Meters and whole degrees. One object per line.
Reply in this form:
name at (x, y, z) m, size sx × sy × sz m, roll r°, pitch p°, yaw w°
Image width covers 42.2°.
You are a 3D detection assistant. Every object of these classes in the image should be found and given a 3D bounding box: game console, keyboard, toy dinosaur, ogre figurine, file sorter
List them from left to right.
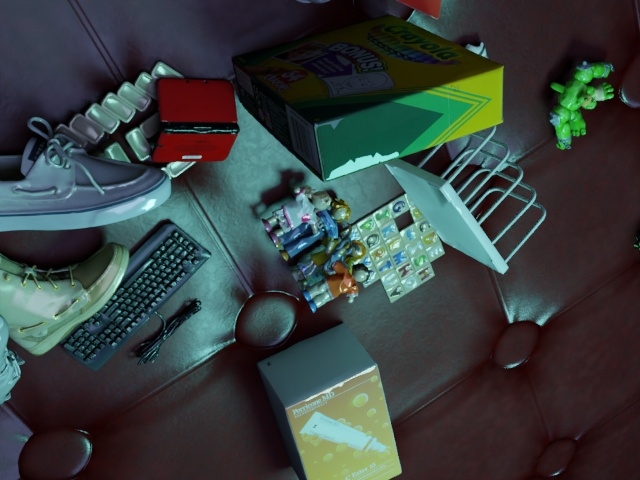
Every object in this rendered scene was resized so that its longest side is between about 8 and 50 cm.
keyboard at (-0.328, 0.129, 1.575) m, size 0.317 × 0.033 × 0.201 m, roll -45°, pitch 127°, yaw 3°
game console at (-0.221, -0.205, 1.434) m, size 0.144 × 0.085 × 0.124 m, roll -4°, pitch 145°, yaw -32°
toy dinosaur at (0.036, 0.027, 1.575) m, size 0.047 × 0.090 × 0.082 m, roll 35°, pitch 131°, yaw -31°
file sorter at (0.299, -0.106, 1.660) m, size 0.173 × 0.193 × 0.277 m, roll -47°, pitch 127°, yaw -7°
ogre figurine at (0.539, -0.294, 1.744) m, size 0.197 × 0.096 × 0.118 m, roll -46°, pitch 147°, yaw 22°

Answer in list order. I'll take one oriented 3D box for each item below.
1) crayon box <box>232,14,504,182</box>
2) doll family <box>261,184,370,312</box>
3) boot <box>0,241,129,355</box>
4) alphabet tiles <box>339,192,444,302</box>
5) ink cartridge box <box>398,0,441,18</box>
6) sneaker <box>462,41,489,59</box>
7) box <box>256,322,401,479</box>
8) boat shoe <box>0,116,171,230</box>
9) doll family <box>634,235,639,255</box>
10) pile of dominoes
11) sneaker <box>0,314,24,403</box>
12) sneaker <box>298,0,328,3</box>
crayon box at (0.066, -0.250, 1.354) m, size 0.313 × 0.363 × 0.106 m, roll -20°, pitch 124°, yaw -16°
doll family at (0.000, 0.000, 1.636) m, size 0.163 × 0.118 × 0.263 m, roll -29°, pitch 108°, yaw -2°
boot at (-0.479, 0.063, 1.419) m, size 0.262 × 0.095 × 0.203 m, roll -40°, pitch 128°, yaw 10°
alphabet tiles at (0.163, 0.021, 1.777) m, size 0.198 × 0.009 × 0.237 m, roll -32°, pitch 126°, yaw -8°
ink cartridge box at (0.134, -0.583, 1.286) m, size 0.308 × 0.091 × 0.384 m, roll 14°, pitch 84°, yaw -34°
sneaker at (0.274, -0.356, 1.610) m, size 0.109 × 0.040 × 0.043 m, roll -19°, pitch 107°, yaw -21°
box at (0.024, 0.391, 1.813) m, size 0.215 × 0.168 × 0.345 m, roll -24°, pitch 125°, yaw -13°
boat shoe at (-0.425, -0.112, 1.295) m, size 0.367 × 0.135 × 0.156 m, roll -3°, pitch 120°, yaw 3°
doll family at (0.850, 0.010, 2.081) m, size 0.193 × 0.076 × 0.111 m, roll 13°, pitch 105°, yaw -35°
pile of dominoes at (-0.313, -0.180, 1.420) m, size 0.251 × 0.040 × 0.196 m, roll -38°, pitch 127°, yaw -14°
sneaker at (-0.569, 0.204, 1.432) m, size 0.115 × 0.105 × 0.281 m, roll -11°, pitch 151°, yaw -38°
sneaker at (0.006, -0.522, 1.320) m, size 0.111 × 0.129 × 0.297 m, roll -11°, pitch 120°, yaw -19°
